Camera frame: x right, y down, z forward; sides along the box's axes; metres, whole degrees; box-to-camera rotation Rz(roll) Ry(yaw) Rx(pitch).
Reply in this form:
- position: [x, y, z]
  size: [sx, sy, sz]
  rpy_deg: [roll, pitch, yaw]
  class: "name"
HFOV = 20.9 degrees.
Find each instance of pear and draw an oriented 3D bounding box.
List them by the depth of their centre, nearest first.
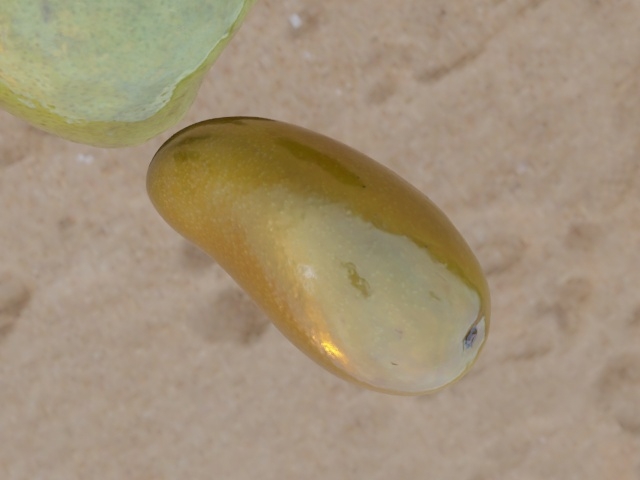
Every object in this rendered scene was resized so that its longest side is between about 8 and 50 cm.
- position: [-0.170, -0.222, 1.191]
  size: [0.304, 0.304, 0.304]
  rpy_deg: [-20, 142, -17]
  class: "pear"

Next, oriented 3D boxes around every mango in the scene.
- position: [0.000, 0.000, 0.809]
  size: [0.085, 0.184, 0.102]
  rpy_deg: [-37, 157, -40]
  class: "mango"
